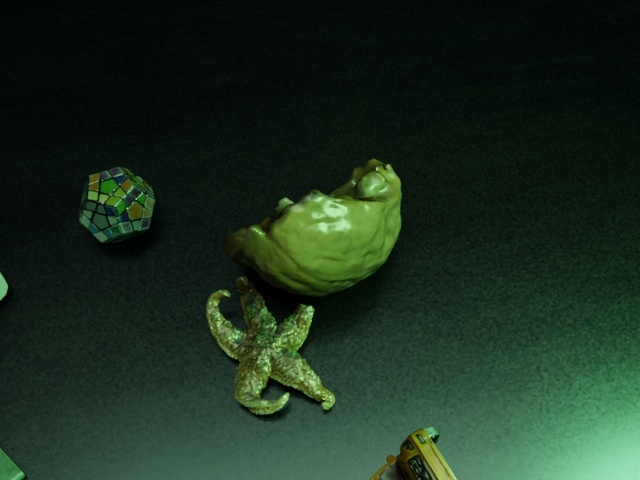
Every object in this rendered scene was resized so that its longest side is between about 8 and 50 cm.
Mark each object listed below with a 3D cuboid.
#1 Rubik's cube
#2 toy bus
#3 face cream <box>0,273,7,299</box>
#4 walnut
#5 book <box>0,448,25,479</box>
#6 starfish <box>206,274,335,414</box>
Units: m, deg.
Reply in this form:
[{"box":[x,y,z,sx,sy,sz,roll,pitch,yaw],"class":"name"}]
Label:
[{"box":[-0.279,-0.048,1.209,0.111,0.111,0.093,12,32,11],"class":"Rubik's cube"},{"box":[0.103,0.271,0.921,0.088,0.194,0.083,-27,59,-9],"class":"toy bus"},{"box":[-0.592,0.023,1.185,0.346,0.102,0.102,15,60,15],"class":"face cream"},{"box":[0.004,-0.002,1.110,0.238,0.204,0.141,-27,91,-3],"class":"walnut"},{"box":[-0.436,0.295,1.050,0.103,0.017,0.135,37,67,23],"class":"book"},{"box":[-0.061,0.139,1.113,0.210,0.053,0.150,38,80,19],"class":"starfish"}]
